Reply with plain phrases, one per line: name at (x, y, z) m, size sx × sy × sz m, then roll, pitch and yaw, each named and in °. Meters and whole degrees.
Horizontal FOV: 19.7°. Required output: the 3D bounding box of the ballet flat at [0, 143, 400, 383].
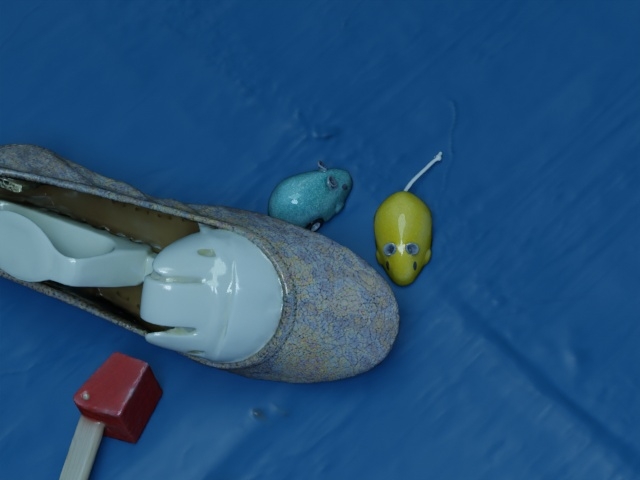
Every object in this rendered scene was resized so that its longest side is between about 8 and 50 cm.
ballet flat at (-0.108, 0.022, 1.145) m, size 0.316 × 0.106 × 0.107 m, roll 16°, pitch 103°, yaw 21°

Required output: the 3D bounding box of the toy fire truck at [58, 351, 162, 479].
toy fire truck at (-0.116, 0.175, 1.101) m, size 0.135 × 0.047 × 0.192 m, roll 23°, pitch 67°, yaw 19°

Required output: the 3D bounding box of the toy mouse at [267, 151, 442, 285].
toy mouse at (0.000, 0.000, 1.194) m, size 0.143 × 0.031 × 0.161 m, roll 3°, pitch 61°, yaw 9°
